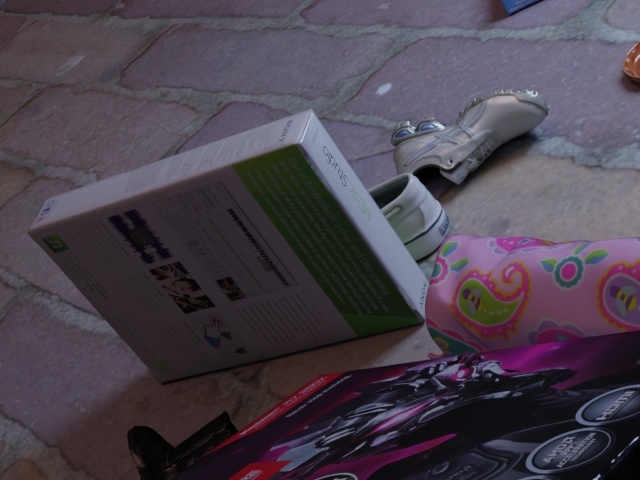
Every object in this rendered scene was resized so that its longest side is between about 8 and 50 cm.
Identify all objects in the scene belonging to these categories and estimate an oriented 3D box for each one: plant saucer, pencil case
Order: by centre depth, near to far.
[{"bbox_3d":[0.212,0.052,1.026,0.284,0.124,0.124,-3,43,44],"label":"pencil case"},{"bbox_3d":[0.346,-0.186,1.329,0.083,0.013,0.083,-25,31,16],"label":"plant saucer"}]

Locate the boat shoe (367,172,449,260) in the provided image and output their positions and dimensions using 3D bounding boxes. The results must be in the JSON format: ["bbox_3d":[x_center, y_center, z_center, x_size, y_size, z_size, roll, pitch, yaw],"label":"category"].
[{"bbox_3d":[0.000,0.000,1.341,0.258,0.084,0.095,-25,32,18],"label":"boat shoe"}]

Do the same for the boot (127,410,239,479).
[{"bbox_3d":[-0.123,0.194,1.230,0.099,0.045,0.121,-36,37,4],"label":"boot"}]

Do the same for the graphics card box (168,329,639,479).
[{"bbox_3d":[0.059,0.148,0.752,0.233,0.094,0.371,-30,12,-41],"label":"graphics card box"}]

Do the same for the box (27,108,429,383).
[{"bbox_3d":[-0.087,0.017,1.257,0.322,0.232,0.058,-14,37,31],"label":"box"}]

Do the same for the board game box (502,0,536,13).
[{"bbox_3d":[0.292,-0.374,1.625,0.160,0.039,0.211,-23,31,20],"label":"board game box"}]

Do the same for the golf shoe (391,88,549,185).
[{"bbox_3d":[0.157,-0.095,1.361,0.176,0.069,0.086,-20,53,30],"label":"golf shoe"}]
